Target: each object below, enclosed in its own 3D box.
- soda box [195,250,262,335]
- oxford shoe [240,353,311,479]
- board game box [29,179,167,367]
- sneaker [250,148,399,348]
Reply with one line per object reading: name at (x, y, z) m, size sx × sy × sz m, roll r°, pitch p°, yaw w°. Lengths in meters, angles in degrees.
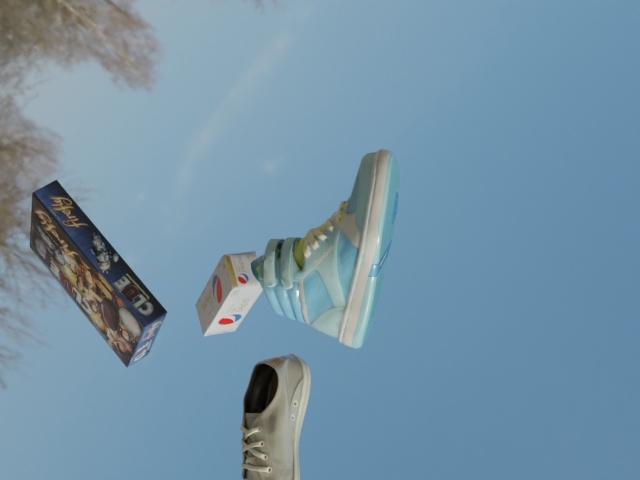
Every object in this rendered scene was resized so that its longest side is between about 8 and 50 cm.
soda box at (-0.174, 0.104, 1.500) m, size 0.216 × 0.069 × 0.073 m, roll -53°, pitch -131°, yaw 52°
oxford shoe at (-0.125, 0.470, 1.773) m, size 0.169 × 0.130 × 0.449 m, roll -12°, pitch -116°, yaw 46°
board game box at (-0.322, 0.053, 1.119) m, size 0.042 × 0.243 × 0.165 m, roll -36°, pitch 169°, yaw -33°
sneaker at (0.000, 0.000, 1.209) m, size 0.127 × 0.208 × 0.319 m, roll -43°, pitch 146°, yaw -67°
